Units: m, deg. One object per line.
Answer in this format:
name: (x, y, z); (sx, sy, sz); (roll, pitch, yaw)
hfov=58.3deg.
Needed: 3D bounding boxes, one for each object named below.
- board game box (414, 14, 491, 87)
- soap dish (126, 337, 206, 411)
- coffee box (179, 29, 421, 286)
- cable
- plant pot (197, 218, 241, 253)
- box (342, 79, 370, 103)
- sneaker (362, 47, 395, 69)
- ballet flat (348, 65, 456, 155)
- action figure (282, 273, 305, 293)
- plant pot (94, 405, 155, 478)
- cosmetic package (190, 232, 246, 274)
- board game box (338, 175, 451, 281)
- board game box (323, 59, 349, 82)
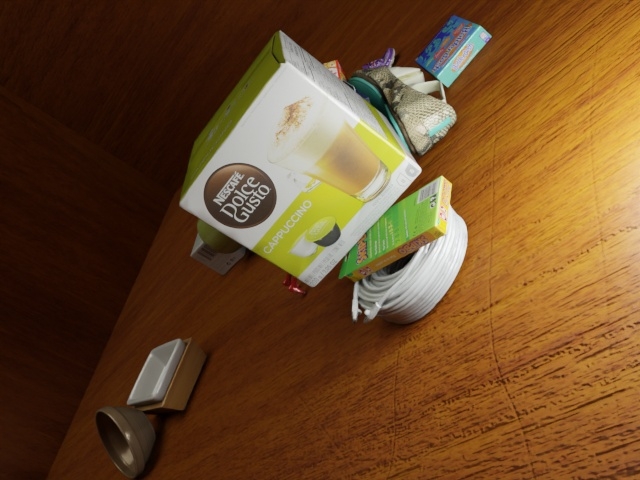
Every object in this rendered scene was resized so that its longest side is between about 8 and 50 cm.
board game box: (0.344, -0.506, 1.521); (0.160, 0.047, 0.210); (-49, 24, 17)
soap dish: (-0.496, 0.449, 1.854); (0.291, 0.118, 0.229); (-27, 37, 50)
coffee box: (-0.056, -0.178, 1.203); (0.337, 0.334, 0.338); (-48, 23, 19)
cable: (0.170, 0.034, 1.102); (0.257, 0.089, 0.257); (-41, 26, 31)
plant pot: (-0.289, -0.092, 1.973); (0.254, 0.276, 0.276); (-43, 26, 39)
box: (0.116, -0.316, 1.532); (0.036, 0.225, 0.136); (-20, 26, -2)
sneaker: (0.182, -0.574, 1.911); (0.170, 0.071, 0.068); (-46, 25, 23)
ballet flat: (0.222, -0.363, 1.486); (0.182, 0.164, 0.483); (-31, 32, 4)
action figure: (0.000, 0.000, 1.513); (0.091, 0.139, 0.280); (-146, 67, -65)
plant pot: (-0.590, 0.605, 1.781); (0.110, 0.237, 0.237); (-25, -2, -41)
cosmetic package: (-0.372, -0.004, 2.164); (0.151, 0.151, 0.184); (-40, 28, 33)
board game box: (0.134, -0.012, 1.074); (0.259, 0.039, 0.124); (-30, 33, 42)
board game box: (0.061, -0.387, 1.624); (0.045, 0.147, 0.193); (-12, 79, 14)
